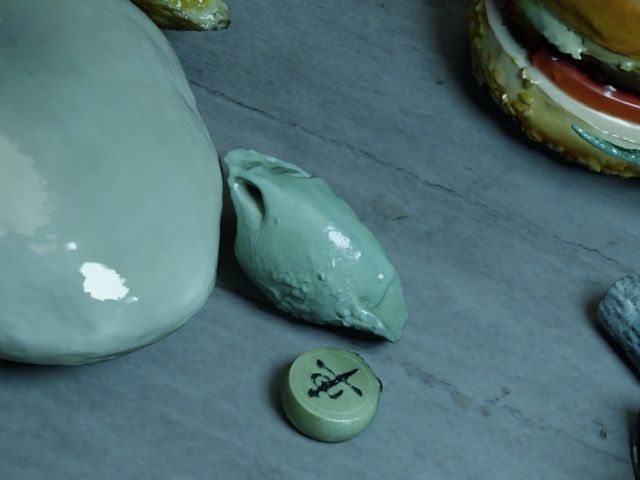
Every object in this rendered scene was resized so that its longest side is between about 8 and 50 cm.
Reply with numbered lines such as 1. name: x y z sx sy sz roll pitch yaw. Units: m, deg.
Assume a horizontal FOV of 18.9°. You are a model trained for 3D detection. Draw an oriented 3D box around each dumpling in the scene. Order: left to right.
1. dumpling: -0.011 0.009 1.668 0.108 0.152 0.219 -38 91 -1

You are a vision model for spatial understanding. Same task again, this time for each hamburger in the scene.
1. hamburger: 0.313 -0.224 1.881 0.330 0.250 0.330 8 41 -7

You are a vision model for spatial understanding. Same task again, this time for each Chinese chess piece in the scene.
1. Chinese chess piece: 0.008 0.128 1.601 0.084 0.034 0.084 9 47 -10

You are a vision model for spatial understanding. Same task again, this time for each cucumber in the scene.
1. cucumber: 0.300 0.086 1.725 0.064 0.064 0.112 -19 58 -32

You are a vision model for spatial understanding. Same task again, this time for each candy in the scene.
1. candy: -0.249 -0.079 1.604 0.386 0.186 0.427 -14 59 -34

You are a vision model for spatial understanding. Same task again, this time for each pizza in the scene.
1. pizza: -0.218 -0.262 1.773 0.292 0.197 0.058 17 77 5

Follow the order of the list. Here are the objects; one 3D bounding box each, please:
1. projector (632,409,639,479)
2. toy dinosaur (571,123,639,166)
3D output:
1. projector: 0.443 0.184 1.658 0.337 0.108 0.108 7 47 -14
2. toy dinosaur: 0.396 0.008 1.805 0.383 0.076 0.129 17 88 -20
